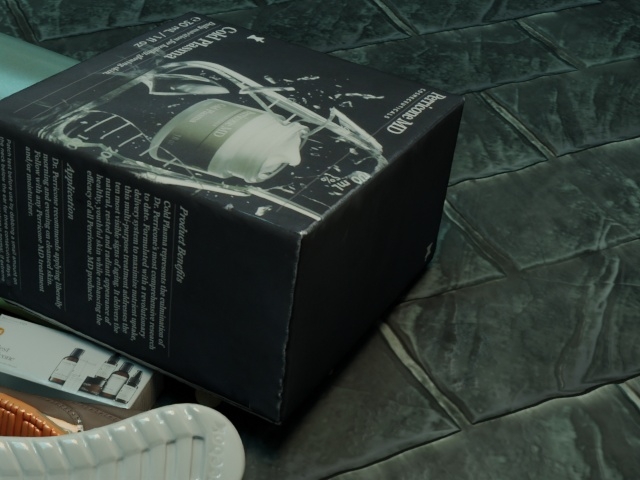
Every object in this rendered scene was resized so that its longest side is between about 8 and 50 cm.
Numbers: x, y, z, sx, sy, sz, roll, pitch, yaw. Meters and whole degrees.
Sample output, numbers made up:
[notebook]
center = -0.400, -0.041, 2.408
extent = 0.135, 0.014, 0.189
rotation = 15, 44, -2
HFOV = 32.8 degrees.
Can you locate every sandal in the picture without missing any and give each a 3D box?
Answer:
[sandal]
center = -0.282, 0.277, 1.123
extent = 0.416, 0.102, 0.169
rotation = -7, 76, -16

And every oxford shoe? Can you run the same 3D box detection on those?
[oxford shoe]
center = -0.281, 0.250, 1.285
extent = 0.364, 0.130, 0.133
rotation = 22, 23, 13

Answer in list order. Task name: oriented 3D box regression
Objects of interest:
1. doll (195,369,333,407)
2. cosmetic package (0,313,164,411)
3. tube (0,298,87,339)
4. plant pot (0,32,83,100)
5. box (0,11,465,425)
[doll]
center = -0.081, 0.177, 1.433
extent = 0.189, 0.046, 0.129
rotation = -19, 41, -31
[cosmetic package]
center = -0.332, 0.172, 1.410
extent = 0.239, 0.060, 0.099
rotation = 14, 37, 13
[tube]
center = -0.392, 0.083, 1.530
extent = 0.240, 0.062, 0.070
rotation = 20, 81, 13
[plant pot]
center = -0.525, -0.185, 1.673
extent = 0.334, 0.341, 0.341
rotation = 15, 38, 3
[box]
center = -0.125, -0.063, 1.490
extent = 0.472, 0.297, 0.480
rotation = 22, 35, 20
